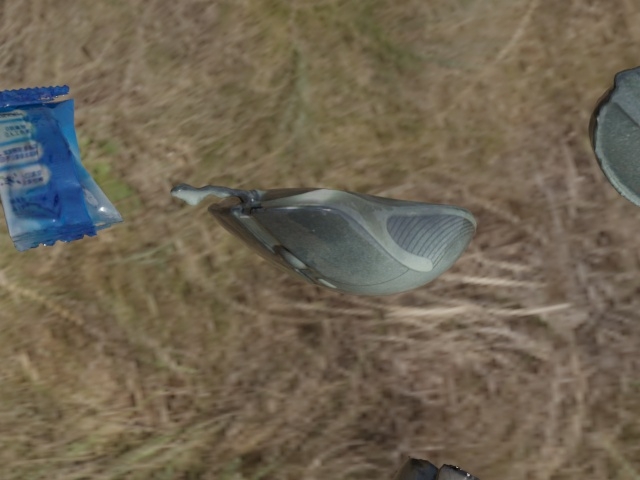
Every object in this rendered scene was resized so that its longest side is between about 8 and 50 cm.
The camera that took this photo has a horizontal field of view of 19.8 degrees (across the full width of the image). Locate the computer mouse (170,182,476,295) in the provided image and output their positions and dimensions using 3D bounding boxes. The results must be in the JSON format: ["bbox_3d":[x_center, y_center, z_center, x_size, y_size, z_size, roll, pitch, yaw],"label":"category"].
[{"bbox_3d":[0.000,0.000,1.691,0.379,0.167,0.090,10,79,-46],"label":"computer mouse"}]

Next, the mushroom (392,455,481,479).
[{"bbox_3d":[0.132,0.271,1.550,0.188,0.141,0.117,22,78,22],"label":"mushroom"}]

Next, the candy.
[{"bbox_3d":[-0.199,-0.055,1.318,0.088,0.038,0.136,-8,60,-33],"label":"candy"}]

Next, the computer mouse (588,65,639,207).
[{"bbox_3d":[0.424,-0.106,1.911,0.374,0.203,0.114,7,55,-48],"label":"computer mouse"}]
